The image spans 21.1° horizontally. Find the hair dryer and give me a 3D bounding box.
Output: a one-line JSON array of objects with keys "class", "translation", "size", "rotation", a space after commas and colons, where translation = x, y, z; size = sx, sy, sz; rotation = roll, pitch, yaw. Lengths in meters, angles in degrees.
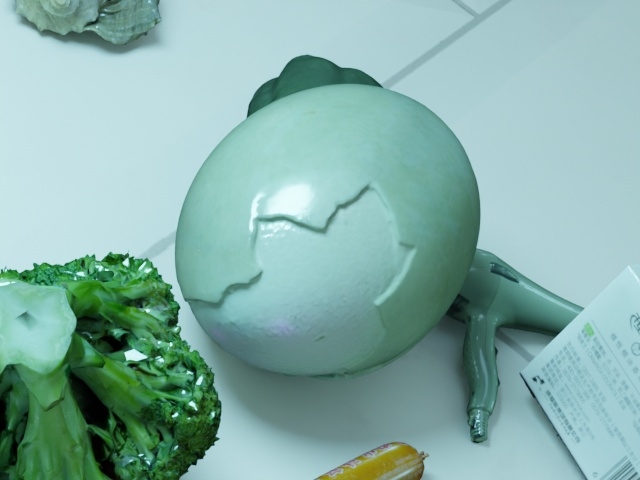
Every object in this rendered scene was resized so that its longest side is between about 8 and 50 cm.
[{"class": "hair dryer", "translation": [0.213, 0.107, 1.855], "size": [0.219, 0.088, 0.224], "rotation": [0, 61, -35]}]

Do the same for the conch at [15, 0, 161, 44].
[{"class": "conch", "translation": [-0.263, -0.313, 1.994], "size": [0.178, 0.163, 0.245], "rotation": [52, 15, -21]}]

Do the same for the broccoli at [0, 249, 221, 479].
[{"class": "broccoli", "translation": [-0.233, 0.133, 1.427], "size": [0.308, 0.275, 0.307], "rotation": [3, 68, -7]}]

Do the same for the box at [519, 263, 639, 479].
[{"class": "box", "translation": [0.349, 0.176, 1.728], "size": [0.111, 0.194, 0.260], "rotation": [-4, 56, -42]}]

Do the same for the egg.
[{"class": "egg", "translation": [0.000, 0.000, 1.677], "size": [0.278, 0.278, 0.336], "rotation": [39, 46, 13]}]

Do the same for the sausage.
[{"class": "sausage", "translation": [-0.020, 0.255, 1.571], "size": [0.348, 0.053, 0.053], "rotation": [-22, 60, -42]}]

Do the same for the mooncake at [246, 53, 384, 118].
[{"class": "mooncake", "translation": [-0.001, -0.117, 1.882], "size": [0.168, 0.175, 0.104], "rotation": [55, 23, -28]}]
